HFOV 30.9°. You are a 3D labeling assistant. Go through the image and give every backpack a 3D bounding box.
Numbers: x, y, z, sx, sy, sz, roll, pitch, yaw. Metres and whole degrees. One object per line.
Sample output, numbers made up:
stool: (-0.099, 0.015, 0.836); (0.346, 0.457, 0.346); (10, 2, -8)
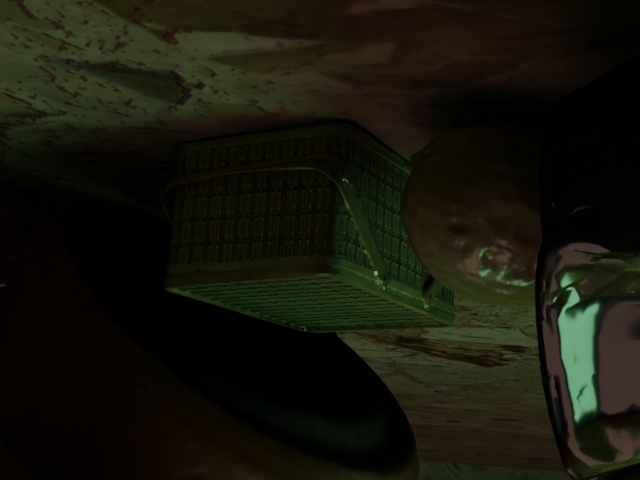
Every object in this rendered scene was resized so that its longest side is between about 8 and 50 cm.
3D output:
backpack: (0.211, -0.003, 0.461); (0.258, 0.133, 0.206); (-9, 131, 9)

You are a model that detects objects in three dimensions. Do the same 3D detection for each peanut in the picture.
peanut: (0.126, -0.004, 0.588); (0.214, 0.090, 0.098); (13, 168, -34)

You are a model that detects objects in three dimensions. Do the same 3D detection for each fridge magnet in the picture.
fridge magnet: (-0.083, 0.109, 0.709); (0.363, 0.155, 0.363); (32, -168, -8)

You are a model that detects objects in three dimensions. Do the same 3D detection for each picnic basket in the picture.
picnic basket: (0.000, 0.000, 0.646); (0.115, 0.080, 0.164); (-6, 163, 31)
